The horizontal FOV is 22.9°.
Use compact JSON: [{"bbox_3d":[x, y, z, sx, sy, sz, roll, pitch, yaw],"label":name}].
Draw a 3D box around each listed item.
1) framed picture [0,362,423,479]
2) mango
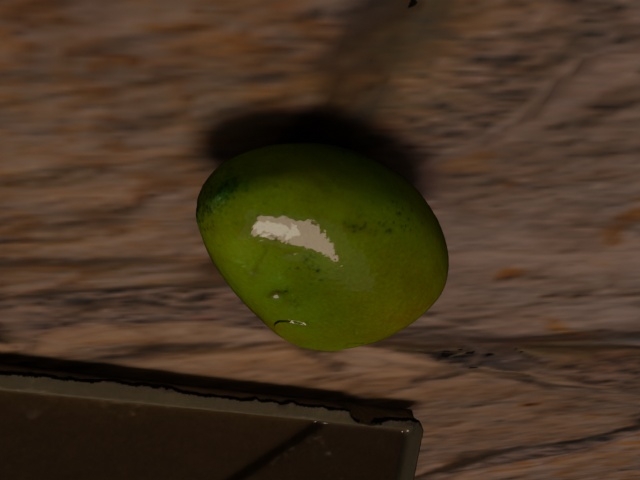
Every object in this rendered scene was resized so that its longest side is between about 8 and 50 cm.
[{"bbox_3d":[-0.088,0.169,0.738,0.290,0.211,0.020,10,-177,-32],"label":"framed picture"},{"bbox_3d":[0.000,0.000,0.548,0.073,0.056,0.108,-28,146,28],"label":"mango"}]
